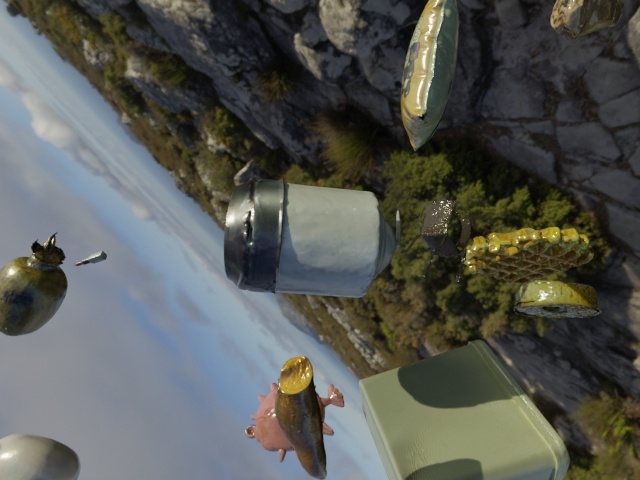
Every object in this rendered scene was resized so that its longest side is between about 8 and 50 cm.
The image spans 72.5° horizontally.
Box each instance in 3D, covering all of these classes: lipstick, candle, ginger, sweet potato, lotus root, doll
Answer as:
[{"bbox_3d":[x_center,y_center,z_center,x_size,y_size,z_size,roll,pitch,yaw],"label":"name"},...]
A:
[{"bbox_3d":[-0.739,0.063,1.396,0.025,0.107,0.025,-98,-11,-54],"label":"lipstick"},{"bbox_3d":[0.000,0.000,0.836,0.344,0.221,0.221,5,170,-6],"label":"candle"},{"bbox_3d":[0.397,-0.401,0.625,0.074,0.138,0.213,36,153,49],"label":"ginger"},{"bbox_3d":[-0.033,0.299,0.714,0.077,0.077,0.243,30,131,55],"label":"sweet potato"},{"bbox_3d":[-0.695,0.112,1.050,0.154,0.278,0.154,36,-170,-7],"label":"lotus root"},{"bbox_3d":[-0.065,0.444,1.110,0.211,0.262,0.093,58,170,37],"label":"doll"},{"bbox_3d":[-0.643,0.540,0.928,0.251,0.221,0.221,-16,128,27],"label":"doll"}]

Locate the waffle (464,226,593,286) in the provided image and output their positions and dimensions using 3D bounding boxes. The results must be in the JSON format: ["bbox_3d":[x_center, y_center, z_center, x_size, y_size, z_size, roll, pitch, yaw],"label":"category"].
[{"bbox_3d":[0.436,0.025,0.952,0.219,0.057,0.229,14,153,-19],"label":"waffle"}]

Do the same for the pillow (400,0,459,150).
[{"bbox_3d":[0.260,-0.396,1.050,0.120,0.309,0.312,8,-178,12],"label":"pillow"}]

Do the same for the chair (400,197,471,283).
[{"bbox_3d":[0.344,-0.005,1.271,0.174,0.213,0.149,-3,142,47],"label":"chair"}]

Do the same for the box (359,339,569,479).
[{"bbox_3d":[0.306,0.444,1.026,0.351,0.345,0.177,-115,12,-56],"label":"box"}]

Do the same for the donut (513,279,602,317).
[{"bbox_3d":[0.748,0.183,1.401,0.273,0.107,0.272,5,166,1],"label":"donut"}]
